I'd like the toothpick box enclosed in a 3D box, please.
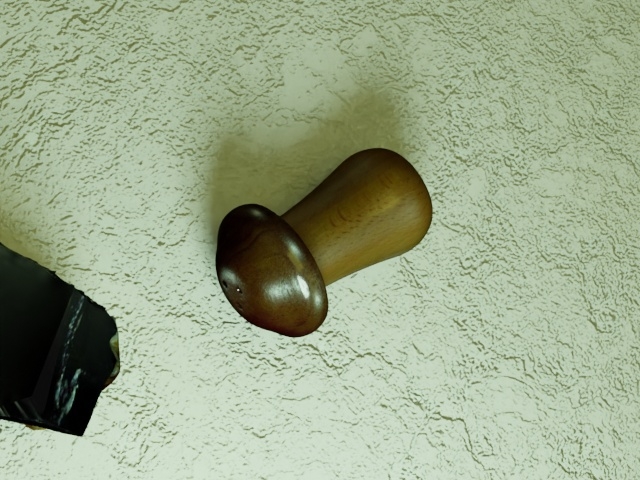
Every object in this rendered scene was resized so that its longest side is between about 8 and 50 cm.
[{"bbox_3d":[0.000,0.000,1.948,0.294,0.192,0.192,-33,95,-29],"label":"toothpick box"}]

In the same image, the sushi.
[{"bbox_3d":[-0.361,0.115,1.767,0.227,0.212,0.215,5,75,22],"label":"sushi"}]
